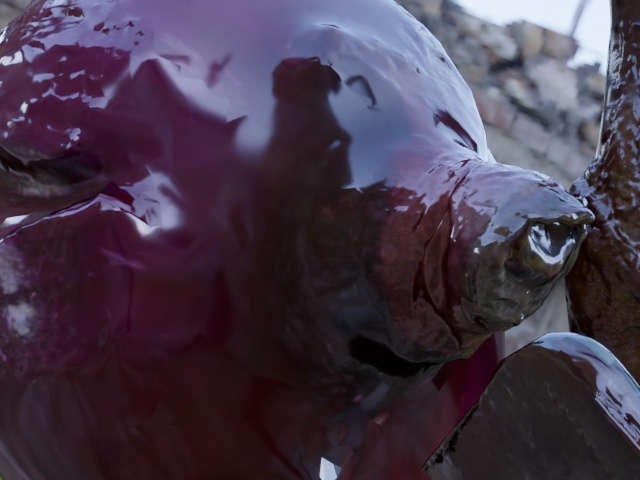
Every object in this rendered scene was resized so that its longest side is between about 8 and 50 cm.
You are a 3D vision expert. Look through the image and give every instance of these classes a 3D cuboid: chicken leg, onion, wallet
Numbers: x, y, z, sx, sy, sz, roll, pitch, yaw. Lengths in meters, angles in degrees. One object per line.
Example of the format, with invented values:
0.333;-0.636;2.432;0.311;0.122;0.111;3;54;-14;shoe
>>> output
0.215;-0.001;0.964;0.096;0.407;0.158;0;17;28;chicken leg
0.000;0.000;0.867;0.398;0.398;0.420;26;-28;-39;onion
0.133;0.149;0.512;0.255;0.031;0.137;52;-28;18;wallet
